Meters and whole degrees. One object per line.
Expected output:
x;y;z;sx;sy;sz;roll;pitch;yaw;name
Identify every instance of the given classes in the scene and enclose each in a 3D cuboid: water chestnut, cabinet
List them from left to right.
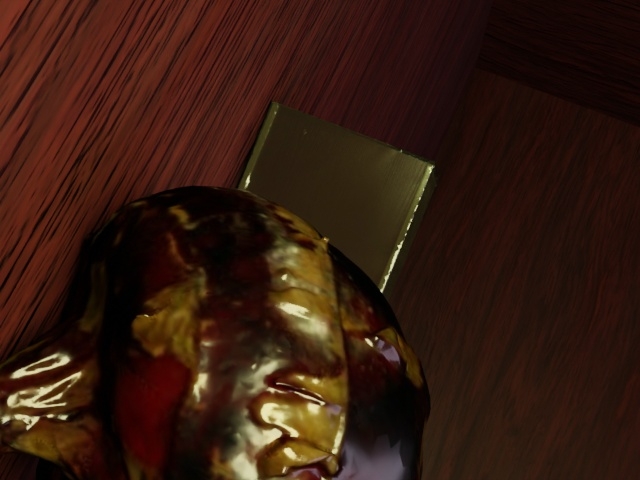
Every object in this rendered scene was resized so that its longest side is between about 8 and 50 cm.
-0.088;0.102;0.574;0.300;0.300;0.300;22;90;-81;water chestnut
0.000;0.000;0.954;0.148;0.175;0.215;31;81;-81;cabinet
